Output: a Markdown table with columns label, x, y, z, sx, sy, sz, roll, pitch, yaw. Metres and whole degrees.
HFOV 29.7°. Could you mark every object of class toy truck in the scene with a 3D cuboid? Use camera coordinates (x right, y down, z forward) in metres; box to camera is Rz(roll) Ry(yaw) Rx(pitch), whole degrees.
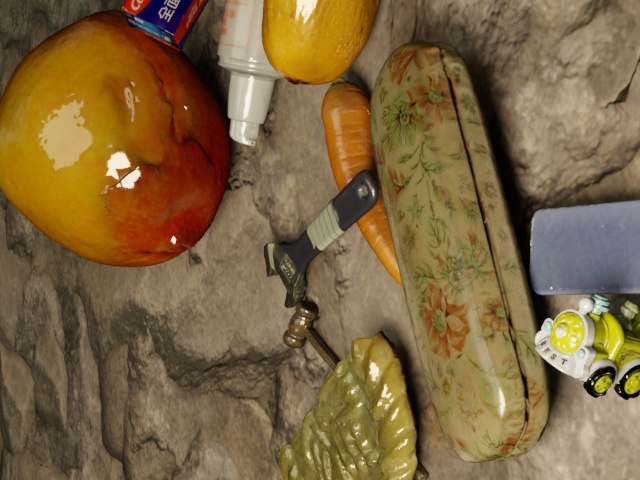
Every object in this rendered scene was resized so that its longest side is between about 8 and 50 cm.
| label | x | y | z | sx | sy | sz | roll | pitch | yaw |
| --- | --- | --- | --- | --- | --- | --- | --- | --- | --- |
| toy truck | 0.236 | 0.083 | 1.015 | 0.076 | 0.111 | 0.077 | 45 | 116 | 46 |

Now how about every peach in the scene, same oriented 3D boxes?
| label | x | y | z | sx | sy | sz | roll | pitch | yaw |
| --- | --- | --- | --- | --- | --- | --- | --- | --- | --- |
| peach | -0.278 | -0.127 | 1.612 | 0.373 | 0.290 | 0.372 | -16 | 69 | 47 |

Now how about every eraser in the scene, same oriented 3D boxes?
| label | x | y | z | sx | sy | sz | roll | pitch | yaw |
| --- | --- | --- | --- | --- | --- | --- | --- | --- | --- |
| eraser | 0.272 | 0.006 | 1.033 | 0.225 | 0.036 | 0.082 | -6 | 83 | 55 |

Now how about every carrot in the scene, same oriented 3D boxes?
| label | x | y | z | sx | sy | sz | roll | pitch | yaw |
| --- | --- | --- | --- | --- | --- | --- | --- | --- | --- |
| carrot | 0.051 | -0.060 | 1.346 | 0.062 | 0.066 | 0.271 | 60 | -164 | -71 |

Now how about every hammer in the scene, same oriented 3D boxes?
| label | x | y | z | sx | sy | sz | roll | pitch | yaw |
| --- | --- | --- | --- | --- | --- | --- | --- | --- | --- |
| hammer | 0.039 | 0.173 | 1.366 | 0.292 | 0.029 | 0.058 | 49 | 127 | 43 |

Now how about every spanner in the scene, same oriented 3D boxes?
| label | x | y | z | sx | sy | sz | roll | pitch | yaw |
| --- | --- | --- | --- | --- | --- | --- | --- | --- | --- |
| spanner | 0.000 | 0.000 | 1.388 | 0.316 | 0.024 | 0.087 | -42 | 61 | 59 |

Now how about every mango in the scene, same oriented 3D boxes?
| label | x | y | z | sx | sy | sz | roll | pitch | yaw |
| --- | --- | --- | --- | --- | --- | --- | --- | --- | --- |
| mango | 0.011 | -0.316 | 1.332 | 0.120 | 0.177 | 0.295 | 17 | 101 | 14 |

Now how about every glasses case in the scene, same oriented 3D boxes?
| label | x | y | z | sx | sy | sz | roll | pitch | yaw |
| --- | --- | --- | --- | --- | --- | --- | --- | --- | --- |
| glasses case | 0.129 | 0.005 | 1.176 | 0.156 | 0.098 | 0.425 | 126 | 137 | -60 |

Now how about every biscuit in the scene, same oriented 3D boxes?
| label | x | y | z | sx | sy | sz | roll | pitch | yaw |
| --- | --- | --- | --- | --- | --- | --- | --- | --- | --- |
| biscuit | 0.036 | 0.241 | 1.326 | 0.187 | 0.036 | 0.273 | 59 | 138 | 32 |

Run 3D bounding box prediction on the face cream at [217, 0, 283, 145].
| label | x | y | z | sx | sy | sz | roll | pitch | yaw |
| --- | --- | --- | --- | --- | --- | --- | --- | --- | --- |
| face cream | -0.077 | -0.245 | 1.504 | 0.101 | 0.101 | 0.251 | 24 | 107 | 53 |

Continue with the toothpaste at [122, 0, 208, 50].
| label | x | y | z | sx | sy | sz | roll | pitch | yaw |
| --- | --- | --- | --- | --- | --- | --- | --- | --- | --- |
| toothpaste | -0.134 | -0.395 | 1.498 | 0.320 | 0.076 | 0.066 | -62 | -6 | -8 |
